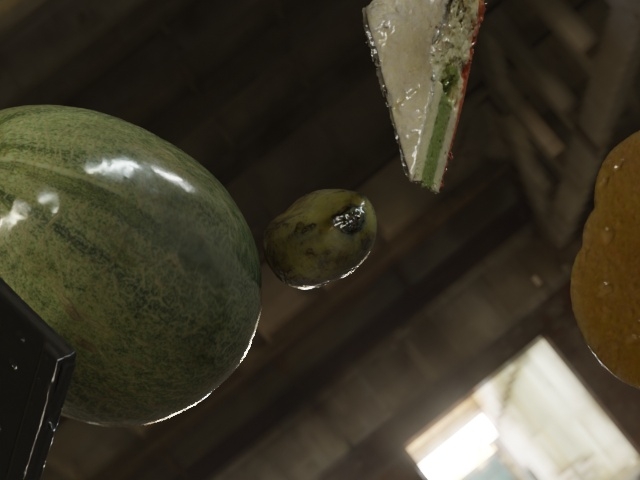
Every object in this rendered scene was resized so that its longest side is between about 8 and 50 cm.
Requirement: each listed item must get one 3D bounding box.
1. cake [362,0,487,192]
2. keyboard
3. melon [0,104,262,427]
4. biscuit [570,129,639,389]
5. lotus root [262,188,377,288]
[{"bbox_3d":[0.092,-0.171,1.718,0.086,0.116,0.221,13,-90,-60],"label":"cake"},{"bbox_3d":[-0.240,0.169,1.159,0.018,0.101,0.310,-20,-39,-45],"label":"keyboard"},{"bbox_3d":[-0.191,0.020,1.353,0.248,0.249,0.329,-40,-45,9],"label":"melon"},{"bbox_3d":[0.231,0.015,0.977,0.050,0.170,0.170,3,-38,-42],"label":"biscuit"},{"bbox_3d":[0.000,0.000,1.462,0.089,0.080,0.179,-44,10,-20],"label":"lotus root"}]
